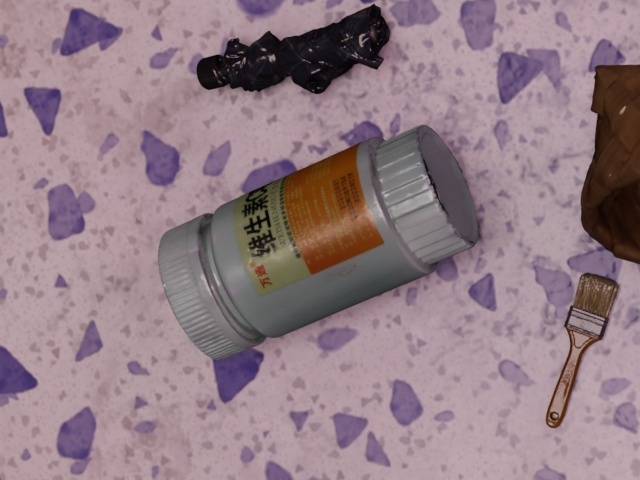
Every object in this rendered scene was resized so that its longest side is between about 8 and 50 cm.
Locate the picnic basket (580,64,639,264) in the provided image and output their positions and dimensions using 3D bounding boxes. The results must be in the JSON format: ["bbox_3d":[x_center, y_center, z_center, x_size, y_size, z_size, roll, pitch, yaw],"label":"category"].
[{"bbox_3d":[0.410,0.001,1.796,0.337,0.293,0.337,-10,64,22],"label":"picnic basket"}]

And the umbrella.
[{"bbox_3d":[-0.031,-0.194,2.093,0.224,0.080,0.071,-9,123,24],"label":"umbrella"}]

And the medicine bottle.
[{"bbox_3d":[0.000,0.000,2.033,0.318,0.158,0.158,-23,83,19],"label":"medicine bottle"}]

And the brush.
[{"bbox_3d":[0.268,0.118,2.012,0.043,0.014,0.170,20,100,18],"label":"brush"}]
